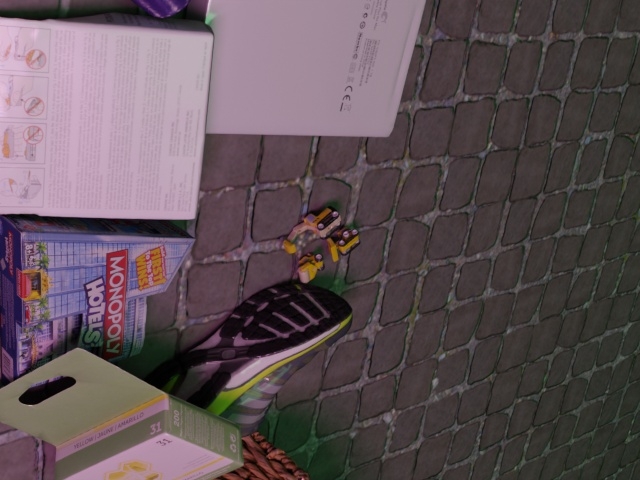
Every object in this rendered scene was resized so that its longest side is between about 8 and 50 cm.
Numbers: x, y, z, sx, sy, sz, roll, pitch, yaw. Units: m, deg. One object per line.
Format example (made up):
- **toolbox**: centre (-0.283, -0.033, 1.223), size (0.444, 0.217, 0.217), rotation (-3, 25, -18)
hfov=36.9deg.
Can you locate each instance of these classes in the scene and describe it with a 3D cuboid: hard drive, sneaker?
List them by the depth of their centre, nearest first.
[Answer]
- **hard drive**: centre (-0.015, -0.215, 1.047), size (0.307, 0.040, 0.203), rotation (-4, 115, -43)
- **sneaker**: centre (-0.086, 0.161, 1.159), size (0.300, 0.111, 0.121), rotation (-31, 138, -18)

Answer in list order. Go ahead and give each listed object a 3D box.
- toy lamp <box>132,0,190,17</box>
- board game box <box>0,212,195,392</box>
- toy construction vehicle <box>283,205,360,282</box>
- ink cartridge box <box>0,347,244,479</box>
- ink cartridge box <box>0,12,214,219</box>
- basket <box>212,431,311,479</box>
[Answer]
- **toy lamp**: centre (-0.193, -0.299, 0.796), size (0.080, 0.080, 0.275), rotation (-49, 139, -12)
- **board game box**: centre (-0.225, 0.051, 0.980), size (0.194, 0.060, 0.194), rotation (-14, 122, -38)
- **toy construction vehicle**: centre (0.000, 0.000, 1.196), size (0.098, 0.035, 0.086), rotation (-40, 146, -17)
- **ink cartridge box**: centre (-0.218, 0.205, 0.991), size (0.171, 0.056, 0.235), rotation (-28, 139, 25)
- **ink cartridge box**: centre (-0.222, -0.117, 0.895), size (0.232, 0.066, 0.189), rotation (2, 113, -17)
- **basket**: centre (-0.091, 0.415, 1.203), size (0.223, 0.213, 0.299), rotation (-39, 134, -23)
